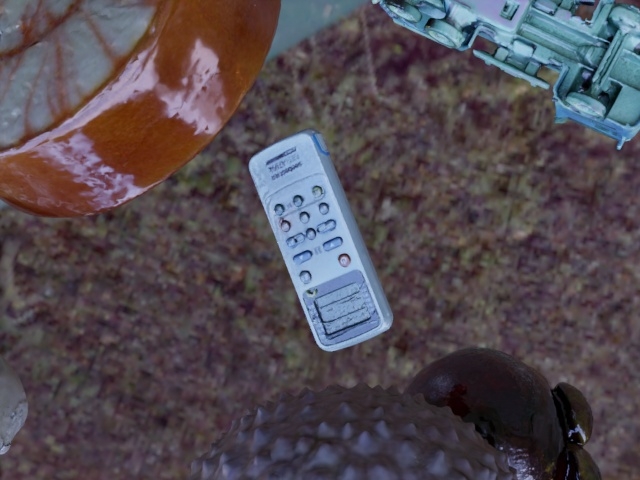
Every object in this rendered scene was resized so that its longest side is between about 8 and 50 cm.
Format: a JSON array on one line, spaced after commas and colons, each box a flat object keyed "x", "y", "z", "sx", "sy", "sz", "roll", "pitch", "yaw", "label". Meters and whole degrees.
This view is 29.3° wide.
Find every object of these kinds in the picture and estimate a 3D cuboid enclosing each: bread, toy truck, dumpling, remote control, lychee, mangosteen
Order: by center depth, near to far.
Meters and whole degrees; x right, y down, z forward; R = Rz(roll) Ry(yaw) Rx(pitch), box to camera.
[{"x": 0.108, "y": -0.115, "z": 0.678, "sx": 0.175, "sy": 0.067, "sz": 0.081, "roll": 27, "pitch": 176, "yaw": 13, "label": "toy truck"}, {"x": 0.000, "y": 0.000, "z": 0.697, "sx": 0.053, "sy": 0.125, "sz": 0.018, "roll": -22, "pitch": 176, "yaw": 30, "label": "remote control"}, {"x": 0.018, "y": 0.252, "z": 0.889, "sx": 0.300, "sy": 0.300, "sz": 0.300, "roll": 13, "pitch": 150, "yaw": 8, "label": "lychee"}, {"x": -0.187, "y": -0.168, "z": 0.945, "sx": 0.327, "sy": 0.295, "sz": 0.114, "roll": 29, "pitch": 174, "yaw": 45, "label": "bread"}, {"x": 0.171, "y": 0.203, "z": 1.237, "sx": 0.209, "sy": 0.210, "sz": 0.210, "roll": 13, "pitch": 150, "yaw": 8, "label": "mangosteen"}, {"x": -0.397, "y": 0.146, "z": 1.332, "sx": 0.142, "sy": 0.173, "sz": 0.247, "roll": -7, "pitch": -169, "yaw": -30, "label": "dumpling"}]
